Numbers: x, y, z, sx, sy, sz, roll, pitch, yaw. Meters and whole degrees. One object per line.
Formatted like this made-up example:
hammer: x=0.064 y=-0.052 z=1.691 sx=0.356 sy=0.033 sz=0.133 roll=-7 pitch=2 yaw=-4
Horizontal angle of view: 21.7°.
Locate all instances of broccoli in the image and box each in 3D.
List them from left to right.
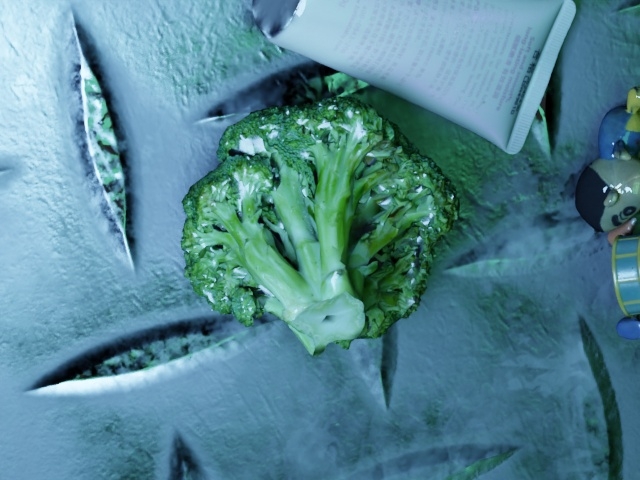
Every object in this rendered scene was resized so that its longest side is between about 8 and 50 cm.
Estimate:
broccoli: x=0.000 y=0.000 z=1.756 sx=0.307 sy=0.275 sz=0.308 roll=-7 pitch=134 yaw=-8

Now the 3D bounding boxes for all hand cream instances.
hand cream: x=0.103 y=-0.226 z=1.805 sx=0.358 sy=0.118 sz=0.186 roll=16 pitch=99 yaw=-27

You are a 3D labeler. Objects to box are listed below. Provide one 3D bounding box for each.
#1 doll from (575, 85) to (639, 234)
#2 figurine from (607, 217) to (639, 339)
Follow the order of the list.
doll: x=0.351 y=-0.088 z=1.921 sx=0.089 sy=0.102 sz=0.179 roll=27 pitch=105 yaw=22
figurine: x=0.466 y=0.033 z=1.900 sx=0.275 sy=0.158 sz=0.161 roll=-12 pitch=77 yaw=22
